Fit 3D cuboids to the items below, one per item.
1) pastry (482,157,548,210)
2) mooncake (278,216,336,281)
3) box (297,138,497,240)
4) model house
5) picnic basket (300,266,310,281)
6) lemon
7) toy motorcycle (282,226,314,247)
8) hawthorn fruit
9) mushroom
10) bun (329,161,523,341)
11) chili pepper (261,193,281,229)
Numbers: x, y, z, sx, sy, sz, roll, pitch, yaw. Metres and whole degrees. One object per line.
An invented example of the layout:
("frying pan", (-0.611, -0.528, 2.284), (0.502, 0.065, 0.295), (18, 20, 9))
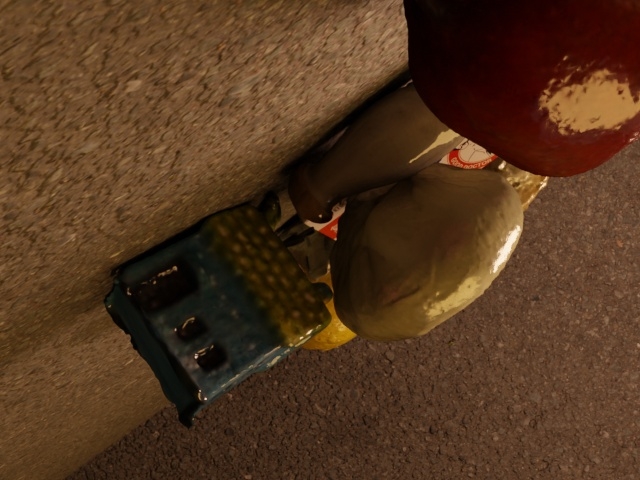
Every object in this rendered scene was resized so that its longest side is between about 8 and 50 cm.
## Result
("pastry", (0.371, -0.178, 2.055), (0.330, 0.136, 0.330), (-59, -168, 21))
("mooncake", (0.000, 0.000, 2.021), (0.130, 0.125, 0.073), (-36, -168, 33))
("box", (0.146, -0.122, 1.833), (0.353, 0.069, 0.214), (-38, 149, 16))
("model house", (-0.143, 0.102, 1.591), (0.303, 0.237, 0.215), (-31, 172, -27))
("picnic basket", (-0.111, 0.098, 2.198), (0.164, 0.115, 0.079), (-31, 174, -22))
("lemon", (0.002, 0.134, 2.470), (0.245, 0.245, 0.320), (-29, 177, -38))
("toy motorcycle", (-0.157, 0.093, 1.784), (0.401, 0.134, 0.207), (-21, -177, 24))
("hawthorn fruit", (0.226, -0.207, 1.049), (0.295, 0.295, 0.311), (-39, 175, 33))
("mushroom", (0.102, -0.144, 1.546), (0.350, 0.128, 0.128), (-32, 174, 18))
("bun", (0.136, -0.001, 1.637), (0.361, 0.213, 0.361), (-46, -166, 15))
("chili pepper", (-0.090, -0.035, 1.740), (0.049, 0.043, 0.208), (8, 152, -17))
